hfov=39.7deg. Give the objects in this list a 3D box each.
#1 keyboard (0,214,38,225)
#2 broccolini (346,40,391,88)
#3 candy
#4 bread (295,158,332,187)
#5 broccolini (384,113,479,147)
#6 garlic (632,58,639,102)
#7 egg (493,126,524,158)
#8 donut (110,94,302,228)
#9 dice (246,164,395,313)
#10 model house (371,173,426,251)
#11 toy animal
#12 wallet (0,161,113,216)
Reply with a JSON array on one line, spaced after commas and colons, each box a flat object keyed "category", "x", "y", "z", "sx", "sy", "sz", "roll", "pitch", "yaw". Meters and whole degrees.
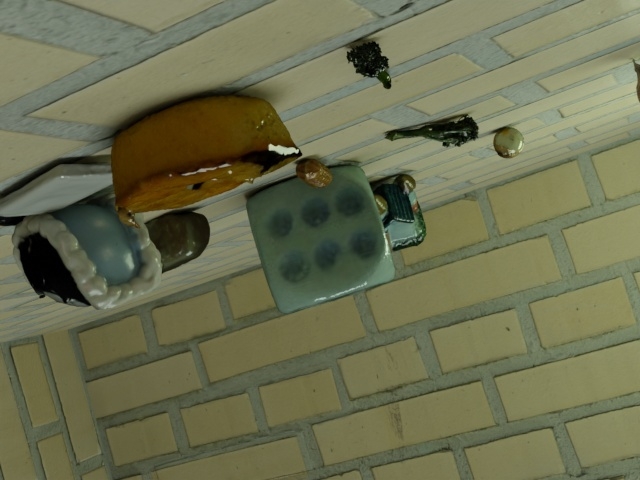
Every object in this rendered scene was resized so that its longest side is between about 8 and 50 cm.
[{"category": "keyboard", "x": -0.480, "y": -0.034, "z": 1.327, "sx": 0.061, "sy": 0.013, "sz": 0.204, "roll": -19, "pitch": 175, "yaw": 21}, {"category": "broccolini", "x": 0.067, "y": -0.215, "z": 1.118, "sx": 0.042, "sy": 0.044, "sz": 0.218, "roll": -33, "pitch": 178, "yaw": 8}, {"category": "candy", "x": -0.336, "y": 0.014, "z": 1.851, "sx": 0.234, "sy": 0.102, "sz": 0.104, "roll": -19, "pitch": 174, "yaw": 37}, {"category": "bread", "x": -0.012, "y": -0.129, "z": 1.707, "sx": 0.052, "sy": 0.044, "sz": 0.157, "roll": -12, "pitch": 175, "yaw": 9}, {"category": "broccolini", "x": 0.208, "y": -0.192, "z": 1.681, "sx": 0.201, "sy": 0.058, "sz": 0.074, "roll": -16, "pitch": 168, "yaw": -26}, {"category": "garlic", "x": 0.641, "y": -0.307, "z": 1.614, "sx": 0.099, "sy": 0.124, "sz": 0.174, "roll": -1, "pitch": 146, "yaw": -6}, {"category": "egg", "x": 0.433, "y": -0.224, "z": 2.041, "sx": 0.071, "sy": 0.071, "sz": 0.083, "roll": -18, "pitch": 178, "yaw": 7}, {"category": "donut", "x": -0.150, "y": -0.100, "z": 1.128, "sx": 0.253, "sy": 0.118, "sz": 0.253, "roll": -16, "pitch": 172, "yaw": -2}, {"category": "dice", "x": 0.000, "y": 0.000, "z": 1.905, "sx": 0.268, "sy": 0.265, "sz": 0.262, "roll": -16, "pitch": 175, "yaw": 1}, {"category": "model house", "x": 0.143, "y": -0.080, "z": 2.270, "sx": 0.253, "sy": 0.184, "sz": 0.291, "roll": -11, "pitch": 162, "yaw": 0}, {"category": "toy animal", "x": -0.358, "y": 0.012, "z": 1.375, "sx": 0.208, "sy": 0.156, "sz": 0.204, "roll": 11, "pitch": -154, "yaw": 42}, {"category": "wallet", "x": -0.359, "y": -0.072, "z": 1.217, "sx": 0.183, "sy": 0.032, "sz": 0.124, "roll": -19, "pitch": 175, "yaw": 39}]
